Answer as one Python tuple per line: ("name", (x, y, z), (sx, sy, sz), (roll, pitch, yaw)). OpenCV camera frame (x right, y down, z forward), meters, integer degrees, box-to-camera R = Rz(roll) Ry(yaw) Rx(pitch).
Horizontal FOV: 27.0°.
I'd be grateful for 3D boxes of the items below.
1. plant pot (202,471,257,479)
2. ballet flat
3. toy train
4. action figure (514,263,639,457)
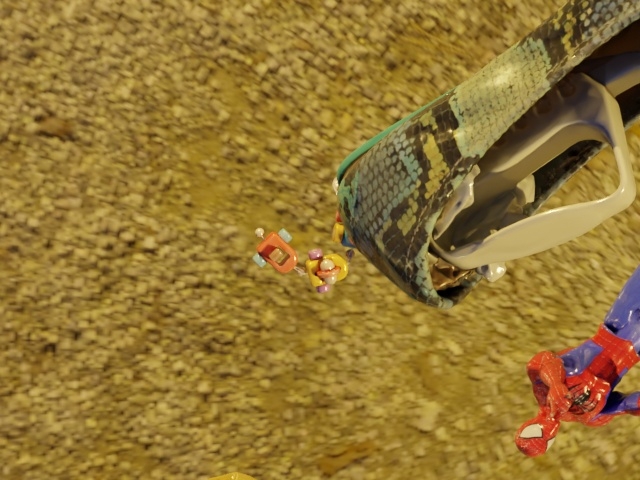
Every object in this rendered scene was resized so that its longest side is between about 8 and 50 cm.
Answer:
("plant pot", (-0.098, 0.301, 1.455), (0.081, 0.081, 0.083), (-17, 122, 16))
("ballet flat", (0.091, -0.044, 0.405), (0.188, 0.070, 0.070), (-40, 74, 18))
("toy train", (0.000, 0.000, 1.730), (0.166, 0.046, 0.125), (-40, 105, 2))
("action figure", (0.247, 0.066, 0.984), (0.091, 0.139, 0.280), (39, 99, -11))
